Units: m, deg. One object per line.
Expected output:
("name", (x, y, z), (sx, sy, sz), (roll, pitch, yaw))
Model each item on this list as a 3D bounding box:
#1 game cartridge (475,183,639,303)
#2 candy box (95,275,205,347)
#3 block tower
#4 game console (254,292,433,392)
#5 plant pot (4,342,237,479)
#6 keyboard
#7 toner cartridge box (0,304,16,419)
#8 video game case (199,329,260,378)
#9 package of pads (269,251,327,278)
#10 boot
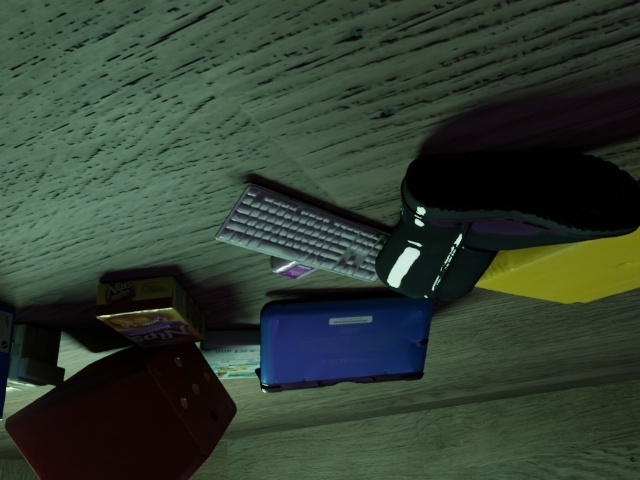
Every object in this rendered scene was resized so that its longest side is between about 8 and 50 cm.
("game cartridge", (0.421, 0.012, 0.769), (0.285, 0.052, 0.324), (12, 152, -34))
("candy box", (-0.250, 0.114, 0.838), (0.109, 0.053, 0.186), (-7, 157, 1))
("block tower", (-0.603, 0.215, 0.937), (0.336, 0.097, 0.091), (-10, 155, 13))
("game console", (0.029, 0.178, 1.008), (0.293, 0.173, 0.250), (-2, 115, -11))
("plant pot", (-0.306, 0.313, 0.962), (0.236, 0.267, 0.267), (-32, -177, 10))
("keyboard", (0.000, 0.000, 0.646), (0.256, 0.014, 0.072), (18, 111, -41))
("toner cartridge box", (-0.625, 0.203, 0.818), (0.348, 0.165, 0.075), (-13, 154, 16))
("video game case", (-0.094, 0.244, 1.175), (0.329, 0.036, 0.300), (1, 155, -15))
("package of pads", (-0.021, 0.020, 0.706), (0.050, 0.031, 0.083), (20, 145, -39))
("boot", (0.193, -0.005, 0.616), (0.247, 0.094, 0.207), (2, 152, 0))
